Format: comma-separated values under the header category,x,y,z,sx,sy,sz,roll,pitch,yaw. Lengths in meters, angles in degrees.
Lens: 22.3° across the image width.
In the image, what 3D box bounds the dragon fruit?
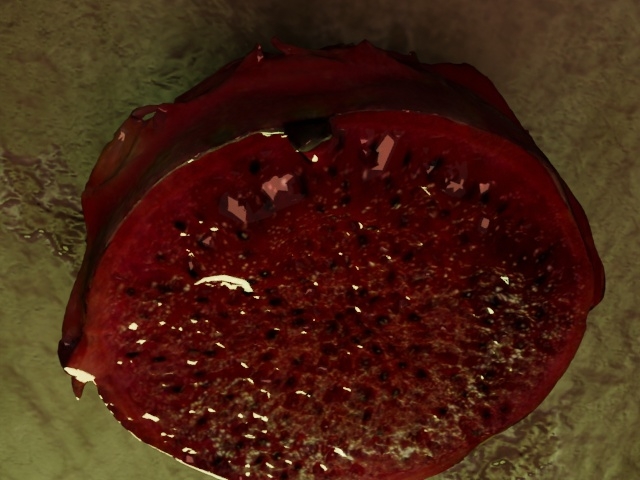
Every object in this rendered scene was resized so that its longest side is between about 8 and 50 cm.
category,x,y,z,sx,sy,sz,roll,pitch,yaw
dragon fruit,0.000,0.000,1.198,0.386,0.249,0.371,-7,128,-2
